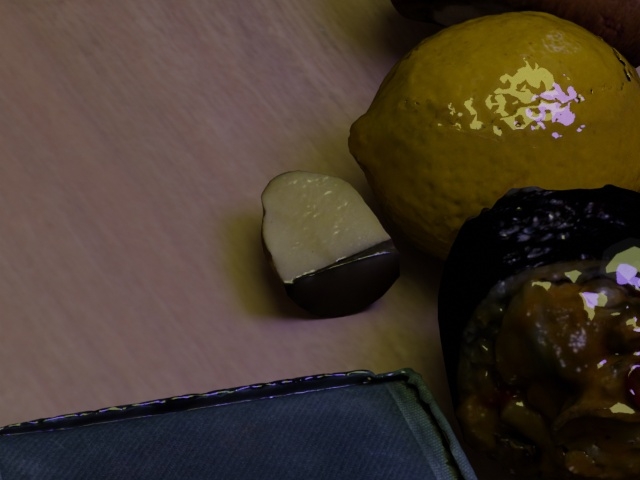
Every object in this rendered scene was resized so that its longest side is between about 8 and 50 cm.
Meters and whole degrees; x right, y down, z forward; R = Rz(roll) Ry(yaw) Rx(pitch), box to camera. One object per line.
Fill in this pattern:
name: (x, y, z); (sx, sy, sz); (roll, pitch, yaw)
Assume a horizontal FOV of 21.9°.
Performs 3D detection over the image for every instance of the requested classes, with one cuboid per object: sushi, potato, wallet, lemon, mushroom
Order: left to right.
wallet: (-0.058, 0.200, 1.091); (0.342, 0.075, 0.237); (-8, 47, -19)
potato: (0.000, 0.000, 1.279); (0.096, 0.066, 0.103); (-14, 55, -12)
lemon: (0.150, -0.076, 1.299); (0.260, 0.204, 0.204); (-5, 52, -13)
mushroom: (0.183, -0.226, 1.432); (0.253, 0.153, 0.253); (18, 4, -1)
sushi: (0.192, 0.081, 1.148); (0.213, 0.200, 0.204); (-16, 29, 17)
